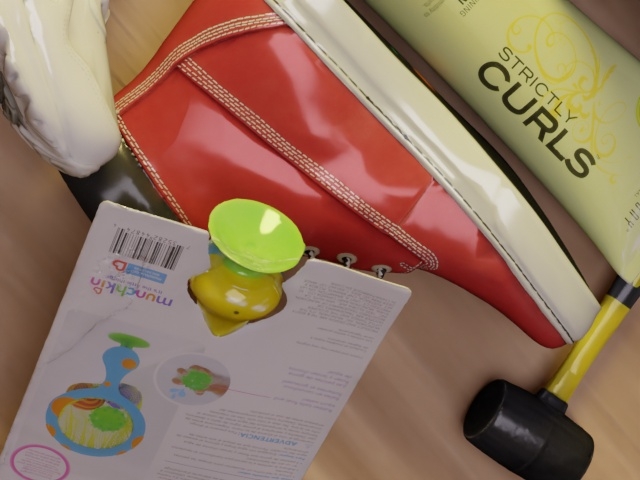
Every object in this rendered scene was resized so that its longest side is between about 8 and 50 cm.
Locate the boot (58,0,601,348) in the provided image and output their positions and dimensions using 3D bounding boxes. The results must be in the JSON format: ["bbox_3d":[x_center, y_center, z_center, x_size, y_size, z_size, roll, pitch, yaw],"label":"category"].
[{"bbox_3d":[0.000,0.000,0.887,0.176,0.088,0.244,-45,107,7],"label":"boot"}]

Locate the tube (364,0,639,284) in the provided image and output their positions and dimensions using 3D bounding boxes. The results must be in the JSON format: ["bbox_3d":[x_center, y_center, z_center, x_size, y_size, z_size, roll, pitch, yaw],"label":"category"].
[{"bbox_3d":[0.095,-0.088,0.896,0.240,0.062,0.070,42,124,-19],"label":"tube"}]

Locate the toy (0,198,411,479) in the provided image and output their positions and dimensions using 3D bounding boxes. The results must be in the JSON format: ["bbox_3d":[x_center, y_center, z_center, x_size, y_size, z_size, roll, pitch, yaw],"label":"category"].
[{"bbox_3d":[-0.065,0.067,0.869,0.137,0.056,0.237,16,136,-13],"label":"toy"}]

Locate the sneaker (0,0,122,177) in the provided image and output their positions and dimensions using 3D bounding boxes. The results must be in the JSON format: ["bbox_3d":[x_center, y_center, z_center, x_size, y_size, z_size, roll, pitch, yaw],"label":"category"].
[{"bbox_3d":[-0.109,-0.145,0.811,0.115,0.090,0.232,-16,93,-17],"label":"sneaker"}]

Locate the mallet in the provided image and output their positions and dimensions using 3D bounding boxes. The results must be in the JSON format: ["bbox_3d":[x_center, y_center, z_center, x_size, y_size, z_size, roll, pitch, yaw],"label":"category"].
[{"bbox_3d":[0.151,0.042,0.950,0.062,0.039,0.189,41,88,-17],"label":"mallet"}]
